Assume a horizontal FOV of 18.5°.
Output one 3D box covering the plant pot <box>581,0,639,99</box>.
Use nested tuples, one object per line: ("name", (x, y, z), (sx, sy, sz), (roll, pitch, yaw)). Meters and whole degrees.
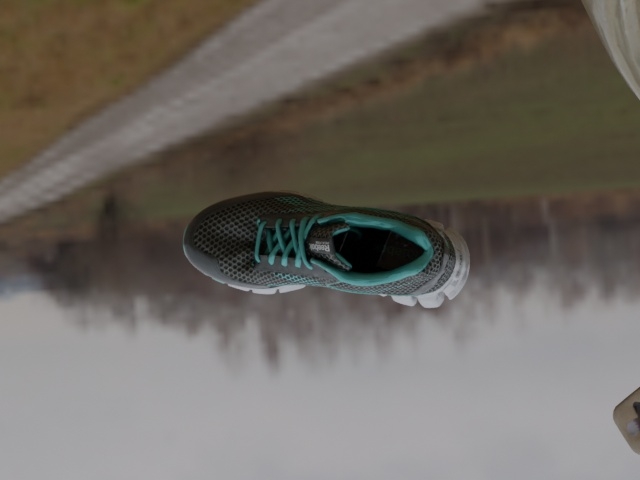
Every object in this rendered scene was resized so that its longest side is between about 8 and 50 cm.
("plant pot", (0.178, -0.118, 0.587), (0.284, 0.284, 0.191), (-4, -137, 42))

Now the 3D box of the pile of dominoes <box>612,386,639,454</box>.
("pile of dominoes", (0.239, 0.111, 0.892), (0.040, 0.196, 0.251), (-14, 156, -42))

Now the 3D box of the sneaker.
("sneaker", (0.000, 0.000, 1.120), (0.166, 0.065, 0.076), (3, 173, 10))
